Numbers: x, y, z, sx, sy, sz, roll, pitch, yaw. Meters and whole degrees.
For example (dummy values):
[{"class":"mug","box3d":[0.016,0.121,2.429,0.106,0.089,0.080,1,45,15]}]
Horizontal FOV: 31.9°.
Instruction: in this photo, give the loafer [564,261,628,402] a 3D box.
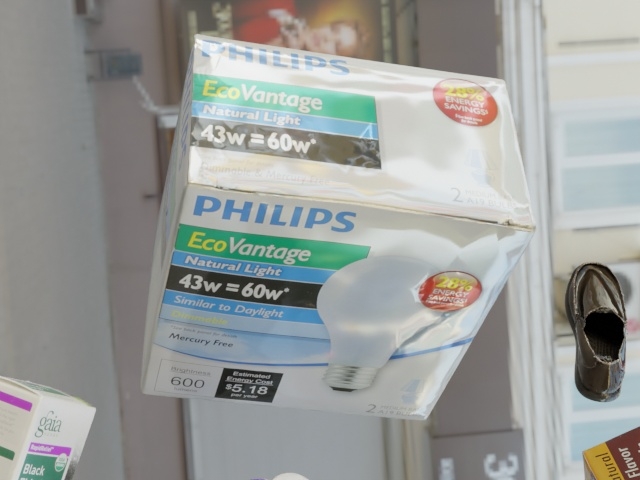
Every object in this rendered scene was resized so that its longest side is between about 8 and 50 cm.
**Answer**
[{"class":"loafer","box3d":[0.375,0.107,1.482,0.078,0.080,0.220,97,-3,-48]}]

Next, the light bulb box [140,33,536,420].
[{"class":"light bulb box","box3d":[0.000,0.000,1.247,0.361,0.358,0.225,109,-17,-47]}]

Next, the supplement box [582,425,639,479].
[{"class":"supplement box","box3d":[0.349,0.234,0.931,0.129,0.194,0.191,59,7,-63]}]

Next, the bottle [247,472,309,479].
[{"class":"bottle","box3d":[-0.094,0.318,1.190,0.092,0.118,0.283,58,-41,8]}]

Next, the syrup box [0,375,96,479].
[{"class":"syrup box","box3d":[-0.310,0.250,1.063,0.093,0.096,0.237,34,74,-64]}]
